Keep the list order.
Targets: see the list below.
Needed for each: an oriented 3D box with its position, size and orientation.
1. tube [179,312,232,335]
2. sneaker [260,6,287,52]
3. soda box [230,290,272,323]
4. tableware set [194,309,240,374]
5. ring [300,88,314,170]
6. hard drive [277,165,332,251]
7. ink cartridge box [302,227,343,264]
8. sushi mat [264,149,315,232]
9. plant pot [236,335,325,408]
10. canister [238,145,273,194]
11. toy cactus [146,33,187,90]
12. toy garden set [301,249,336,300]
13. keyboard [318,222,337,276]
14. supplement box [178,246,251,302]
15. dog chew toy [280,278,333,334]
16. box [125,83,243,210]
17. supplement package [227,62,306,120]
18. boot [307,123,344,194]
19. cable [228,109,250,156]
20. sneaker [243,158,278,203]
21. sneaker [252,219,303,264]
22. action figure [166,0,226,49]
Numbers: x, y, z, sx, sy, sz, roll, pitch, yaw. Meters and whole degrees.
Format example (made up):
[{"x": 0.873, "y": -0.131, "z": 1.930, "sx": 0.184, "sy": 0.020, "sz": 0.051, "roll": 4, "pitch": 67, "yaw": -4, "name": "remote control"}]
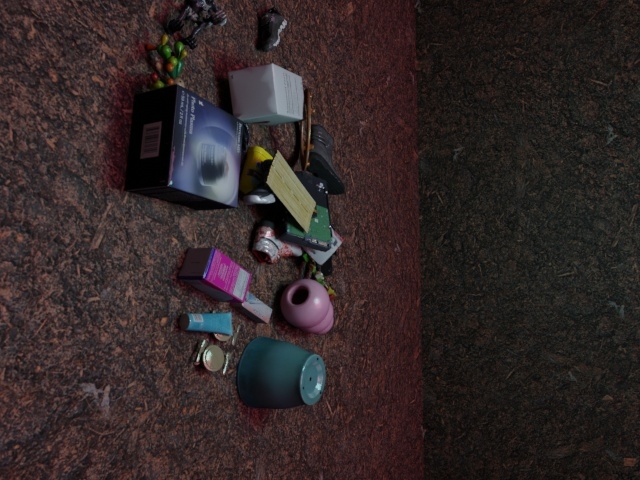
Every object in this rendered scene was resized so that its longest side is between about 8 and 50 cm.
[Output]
[{"x": -0.365, "y": 0.271, "z": 1.550, "sx": 0.207, "sy": 0.052, "sz": 0.080, "roll": 17, "pitch": 65, "yaw": -53, "name": "tube"}, {"x": -0.207, "y": -0.852, "z": 1.889, "sx": 0.106, "sy": 0.078, "sz": 0.234, "roll": 52, "pitch": 42, "yaw": -42, "name": "sneaker"}, {"x": -0.256, "y": 0.250, "z": 1.759, "sx": 0.183, "sy": 0.058, "sz": 0.063, "roll": 49, "pitch": 48, "yaw": -49, "name": "soda box"}, {"x": -0.356, "y": 0.349, "z": 1.596, "sx": 0.128, "sy": 0.039, "sz": 0.194, "roll": 40, "pitch": 48, "yaw": -34, "name": "tableware set"}, {"x": -0.056, "y": -0.461, "z": 1.975, "sx": 0.336, "sy": 0.032, "sz": 0.336, "roll": 180, "pitch": -90, "yaw": -82, "name": "ring"}, {"x": -0.068, "y": -0.133, "z": 1.934, "sx": 0.237, "sy": 0.064, "sz": 0.338, "roll": 16, "pitch": 53, "yaw": -34, "name": "hard drive"}, {"x": 0.000, "y": 0.000, "z": 2.072, "sx": 0.158, "sy": 0.092, "sz": 0.218, "roll": 44, "pitch": 22, "yaw": 0, "name": "ink cartridge box"}, {"x": -0.106, "y": -0.177, "z": 1.746, "sx": 0.316, "sy": 0.019, "sz": 0.151, "roll": 52, "pitch": 45, "yaw": -45, "name": "sushi mat"}, {"x": -0.131, "y": 0.505, "z": 1.767, "sx": 0.272, "sy": 0.255, "sz": 0.271, "roll": 7, "pitch": 82, "yaw": -60, "name": "plant pot"}, {"x": -0.243, "y": -0.253, "z": 1.793, "sx": 0.126, "sy": 0.073, "sz": 0.169, "roll": 38, "pitch": 57, "yaw": -53, "name": "canister"}, {"x": -0.457, "y": -0.499, "z": 1.417, "sx": 0.180, "sy": 0.112, "sz": 0.218, "roll": 86, "pitch": 1, "yaw": -54, "name": "toy cactus"}, {"x": -0.011, "y": 0.135, "z": 2.071, "sx": 0.204, "sy": 0.049, "sz": 0.244, "roll": 52, "pitch": -7, "yaw": 52, "name": "toy garden set"}, {"x": 0.028, "y": 0.017, "z": 2.298, "sx": 0.202, "sy": 0.033, "sz": 0.317, "roll": -9, "pitch": 98, "yaw": -59, "name": "keyboard"}, {"x": -0.343, "y": 0.119, "z": 1.559, "sx": 0.220, "sy": 0.111, "sz": 0.113, "roll": 47, "pitch": 48, "yaw": -50, "name": "supplement box"}, {"x": -0.038, "y": 0.302, "z": 2.010, "sx": 0.332, "sy": 0.207, "sz": 0.206, "roll": 59, "pitch": 40, "yaw": -53, "name": "dog chew toy"}, {"x": -0.395, "y": -0.264, "z": 1.421, "sx": 0.294, "sy": 0.183, "sz": 0.296, "roll": 16, "pitch": 75, "yaw": -61, "name": "box"}, {"x": -0.190, "y": -0.530, "z": 1.746, "sx": 0.293, "sy": 0.178, "sz": 0.175, "roll": -28, "pitch": 113, "yaw": -69, "name": "supplement package"}, {"x": 0.040, "y": -0.387, "z": 2.263, "sx": 0.338, "sy": 0.118, "sz": 0.222, "roll": 52, "pitch": 40, "yaw": -52, "name": "boot"}, {"x": -0.303, "y": -0.397, "z": 1.720, "sx": 0.150, "sy": 0.047, "sz": 0.184, "roll": 54, "pitch": 43, "yaw": -42, "name": "cable"}, {"x": -0.199, "y": -0.216, "z": 1.710, "sx": 0.269, "sy": 0.101, "sz": 0.153, "roll": -27, "pitch": 112, "yaw": -60, "name": "sneaker"}, {"x": -0.174, "y": 0.043, "z": 1.885, "sx": 0.270, "sy": 0.090, "sz": 0.144, "roll": 42, "pitch": 54, "yaw": -47, "name": "sneaker"}, {"x": -0.381, "y": -0.751, "z": 1.513, "sx": 0.164, "sy": 0.141, "sz": 0.275, "roll": 45, "pitch": 54, "yaw": -48, "name": "action figure"}]
